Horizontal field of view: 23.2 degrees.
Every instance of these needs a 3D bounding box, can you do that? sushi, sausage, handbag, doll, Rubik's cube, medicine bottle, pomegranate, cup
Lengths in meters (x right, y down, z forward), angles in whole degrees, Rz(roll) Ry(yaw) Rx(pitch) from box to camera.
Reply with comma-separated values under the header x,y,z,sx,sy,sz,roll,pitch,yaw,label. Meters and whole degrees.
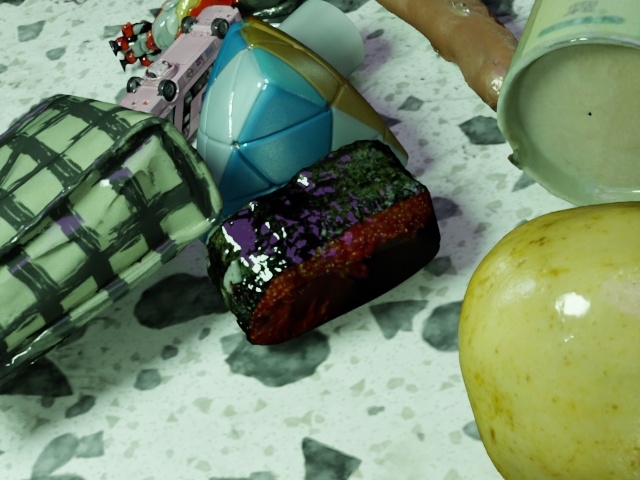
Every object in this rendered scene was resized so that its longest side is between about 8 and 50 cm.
x,y,z,sx,sy,sz,roll,pitch,yaw,label
0.000,0.000,1.529,0.225,0.136,0.126,-26,64,-11,sushi
0.153,-0.245,1.784,0.087,0.079,0.326,-20,42,-19,sausage
-0.299,-0.003,1.564,0.327,0.162,0.325,-37,23,-16,handbag
-0.174,-0.263,1.900,0.169,0.109,0.057,-23,44,4,doll
-0.031,-0.083,1.641,0.254,0.254,0.254,-9,43,9,Rubik's cube
0.344,-0.243,1.600,0.235,0.236,0.406,5,48,23,medicine bottle
0.243,0.104,1.230,0.307,0.307,0.307,-9,43,9,pomegranate
-0.036,-0.199,1.793,0.133,0.099,0.136,-47,24,-27,cup

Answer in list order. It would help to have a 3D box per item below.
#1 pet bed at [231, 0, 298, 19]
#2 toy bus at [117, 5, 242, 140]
x,y,z,sx,sy,sz,roll,pitch,yaw,label
-0.100,-0.384,1.971,0.183,0.159,0.211,16,48,-3,pet bed
-0.153,-0.189,1.816,0.063,0.090,0.203,10,48,35,toy bus
